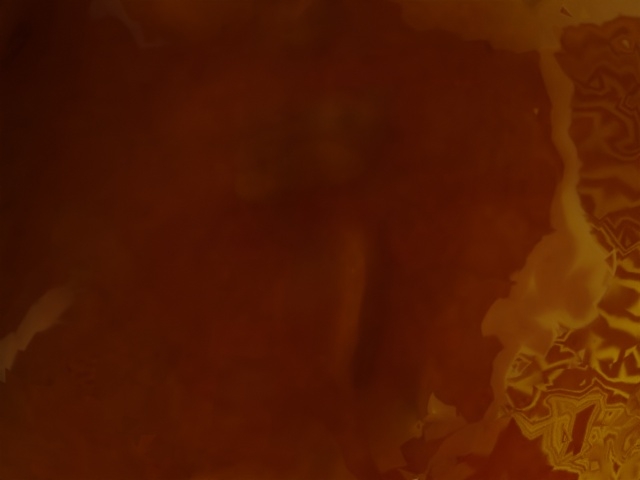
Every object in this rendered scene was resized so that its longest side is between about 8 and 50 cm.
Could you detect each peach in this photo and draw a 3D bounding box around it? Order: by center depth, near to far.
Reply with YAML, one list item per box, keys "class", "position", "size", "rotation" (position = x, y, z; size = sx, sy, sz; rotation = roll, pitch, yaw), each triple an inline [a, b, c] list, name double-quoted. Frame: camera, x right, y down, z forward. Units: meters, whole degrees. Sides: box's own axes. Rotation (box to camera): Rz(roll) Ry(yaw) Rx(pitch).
- class: "peach"
  position: [0.000, 0.000, 0.487]
  size: [0.342, 0.343, 0.302]
  rotation: [-9, 87, 5]
